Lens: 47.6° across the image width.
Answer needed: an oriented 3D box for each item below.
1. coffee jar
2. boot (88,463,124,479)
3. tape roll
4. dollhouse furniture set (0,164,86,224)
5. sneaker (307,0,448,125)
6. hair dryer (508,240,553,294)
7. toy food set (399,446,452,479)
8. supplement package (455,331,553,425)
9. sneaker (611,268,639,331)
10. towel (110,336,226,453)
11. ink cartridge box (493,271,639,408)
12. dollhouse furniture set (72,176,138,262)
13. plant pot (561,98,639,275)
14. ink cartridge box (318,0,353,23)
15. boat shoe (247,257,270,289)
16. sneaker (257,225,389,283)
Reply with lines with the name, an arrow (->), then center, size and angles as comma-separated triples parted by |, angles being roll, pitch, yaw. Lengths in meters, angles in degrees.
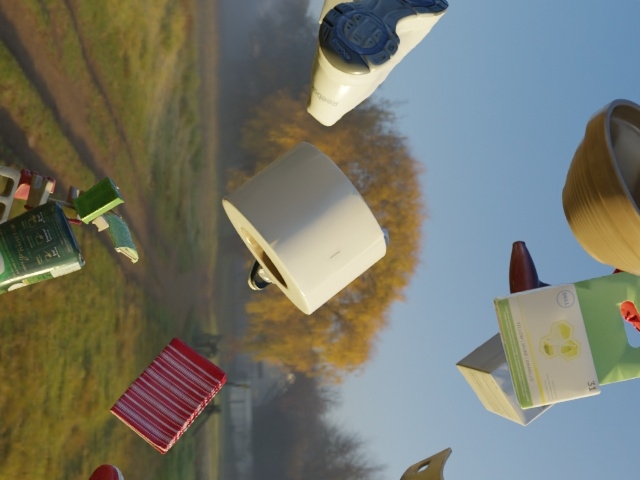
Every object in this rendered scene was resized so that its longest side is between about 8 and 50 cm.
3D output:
coffee jar -> -0.404, 0.023, 0.923 | 0.096, 0.184, 0.079 | 68, -17, 1
boot -> -0.460, 0.510, 1.348 | 0.176, 0.088, 0.244 | 68, 30, -46
tape roll -> -0.030, -0.020, 1.229 | 0.246, 0.169, 0.246 | 51, -11, 14
dollhouse furniture set -> -0.683, -0.090, 1.433 | 0.201, 0.374, 0.152 | 21, -88, 45
sneaker -> 0.061, -0.252, 0.904 | 0.297, 0.111, 0.129 | -48, 174, -42
hair dryer -> 0.601, 0.137, 2.002 | 0.080, 0.223, 0.294 | -32, -96, 39
toy food set -> 0.288, 0.566, 1.420 | 0.306, 0.092, 0.220 | 56, -29, 14
supplement package -> 0.541, 0.383, 2.057 | 0.175, 0.177, 0.293 | 56, -8, 0
sneaker -> 0.526, 0.135, 1.198 | 0.087, 0.128, 0.221 | 6, 83, -79
towel -> -0.415, 0.421, 2.011 | 0.275, 0.198, 0.031 | -50, 172, -28
ink cartridge box -> 0.398, 0.147, 1.105 | 0.056, 0.235, 0.171 | 20, 58, -84
dollhouse furniture set -> -0.280, -0.034, 1.007 | 0.076, 0.058, 0.152 | 58, -1, 22
plant pot -> 0.377, -0.044, 0.889 | 0.109, 0.237, 0.238 | -34, -128, 43
ink cartridge box -> 0.109, -0.480, 1.467 | 0.176, 0.127, 0.128 | -25, 139, -52
boat shoe -> -0.102, 0.038, 1.921 | 0.084, 0.233, 0.079 | 48, -13, -30
sneaker -> 0.000, 0.000, 1.495 | 0.105, 0.281, 0.115 | 59, 24, -56
